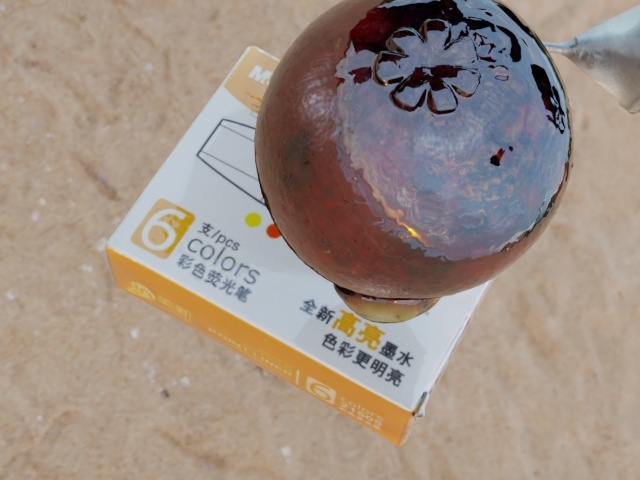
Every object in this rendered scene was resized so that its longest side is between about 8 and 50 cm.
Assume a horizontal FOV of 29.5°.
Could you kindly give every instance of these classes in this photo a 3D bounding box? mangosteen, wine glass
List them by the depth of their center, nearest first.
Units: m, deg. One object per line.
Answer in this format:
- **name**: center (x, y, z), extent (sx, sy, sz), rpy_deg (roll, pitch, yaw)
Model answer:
- **mangosteen**: center (0.050, -0.043, 0.671), extent (0.200, 0.200, 0.199), rpy_deg (32, 45, -38)
- **wine glass**: center (0.301, -0.245, 1.540), extent (0.232, 0.156, 0.156), rpy_deg (6, 56, -9)

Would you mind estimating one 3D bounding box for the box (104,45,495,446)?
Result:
- **box**: center (0.000, 0.000, 0.952), extent (0.274, 0.091, 0.220), rpy_deg (26, 66, 10)
